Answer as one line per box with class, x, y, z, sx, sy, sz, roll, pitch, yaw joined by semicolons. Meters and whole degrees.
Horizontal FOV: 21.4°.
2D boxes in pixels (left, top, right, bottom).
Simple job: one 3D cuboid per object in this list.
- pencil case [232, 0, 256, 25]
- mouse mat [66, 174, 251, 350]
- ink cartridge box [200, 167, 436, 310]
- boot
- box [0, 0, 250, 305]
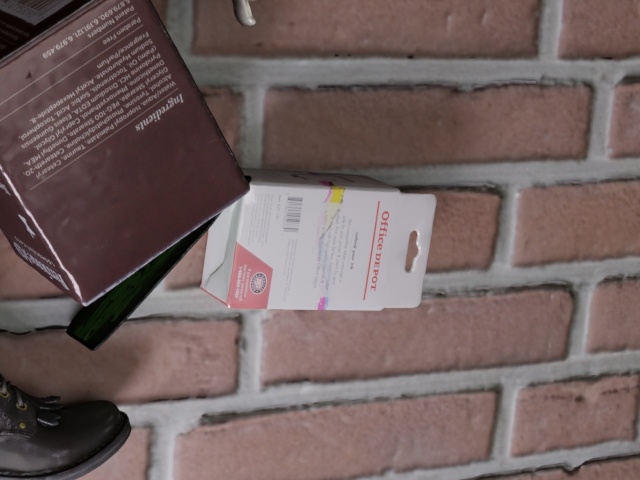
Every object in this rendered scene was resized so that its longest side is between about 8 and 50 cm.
pencil case;0.024;-0.361;1.375;0.410;0.160;0.183;-40;112;-14
mouse mat;-0.137;0.013;1.400;0.007;0.152;0.189;43;80;-15
ink cartridge box;0.000;0.000;1.522;0.198;0.067;0.115;3;103;-29
boot;-0.281;0.091;1.380;0.263;0.091;0.228;-11;101;-34
box;-0.195;-0.092;1.324;0.167;0.168;0.203;-36;118;-16
